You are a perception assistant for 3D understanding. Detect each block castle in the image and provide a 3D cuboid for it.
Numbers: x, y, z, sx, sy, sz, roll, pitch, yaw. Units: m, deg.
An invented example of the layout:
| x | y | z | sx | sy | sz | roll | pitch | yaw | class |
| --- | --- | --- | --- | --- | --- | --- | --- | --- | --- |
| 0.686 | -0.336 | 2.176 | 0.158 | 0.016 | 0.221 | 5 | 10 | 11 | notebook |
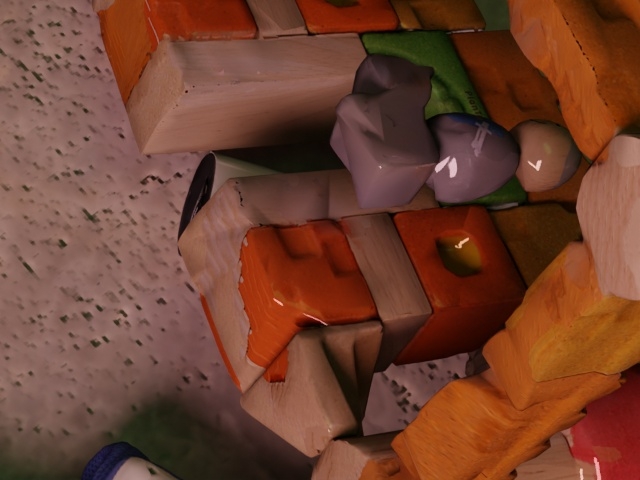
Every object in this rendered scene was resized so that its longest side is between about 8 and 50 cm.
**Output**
| x | y | z | sx | sy | sz | roll | pitch | yaw | class |
| --- | --- | --- | --- | --- | --- | --- | --- | --- | --- |
| 0.075 | -0.108 | 0.789 | 0.213 | 0.303 | 0.453 | -6 | 60 | -32 | block castle |

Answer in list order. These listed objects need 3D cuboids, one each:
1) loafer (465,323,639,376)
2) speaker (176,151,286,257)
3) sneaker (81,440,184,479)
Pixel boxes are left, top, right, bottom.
| x | y | z | sx | sy | sz | roll | pitch | yaw | class |
| --- | --- | --- | --- | --- | --- | --- | --- | --- | --- |
| 0.137 | 0.154 | 0.888 | 0.092 | 0.102 | 0.268 | -1 | 73 | -16 | loafer |
| 0.000 | 0.000 | 0.909 | 0.136 | 0.055 | 0.055 | 15 | 68 | -16 | speaker |
| -0.051 | 0.147 | 0.809 | 0.296 | 0.112 | 0.131 | -3 | 74 | -24 | sneaker |
